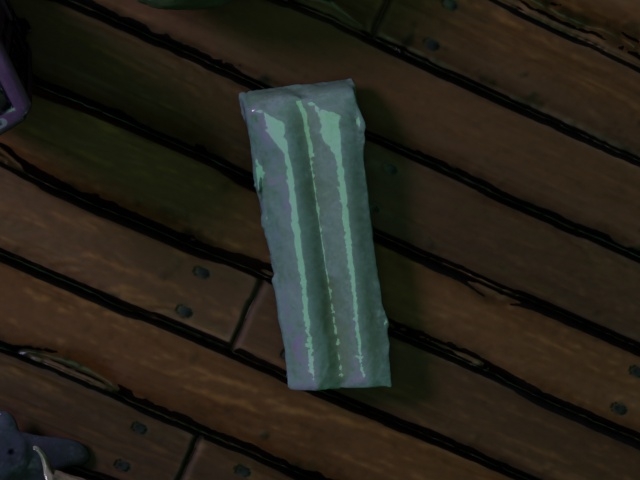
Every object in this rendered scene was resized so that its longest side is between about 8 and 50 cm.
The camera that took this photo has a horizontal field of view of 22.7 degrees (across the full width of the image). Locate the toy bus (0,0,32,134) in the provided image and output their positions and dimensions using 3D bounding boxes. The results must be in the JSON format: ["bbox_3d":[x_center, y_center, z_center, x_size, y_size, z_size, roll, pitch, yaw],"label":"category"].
[{"bbox_3d":[-0.236,-0.120,1.034,0.087,0.178,0.098,-29,113,1],"label":"toy bus"}]

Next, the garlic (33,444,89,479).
[{"bbox_3d":[-0.158,0.217,1.155,0.152,0.066,0.084,25,70,-16],"label":"garlic"}]

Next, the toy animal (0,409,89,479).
[{"bbox_3d":[-0.366,0.198,1.115,0.367,0.081,0.206,-36,119,0],"label":"toy animal"}]

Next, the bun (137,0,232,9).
[{"bbox_3d":[-0.091,-0.249,1.051,0.195,0.118,0.195,0,97,1],"label":"bun"}]

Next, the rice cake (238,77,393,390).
[{"bbox_3d":[0.000,0.000,1.137,0.085,0.040,0.226,-9,100,-3],"label":"rice cake"}]
